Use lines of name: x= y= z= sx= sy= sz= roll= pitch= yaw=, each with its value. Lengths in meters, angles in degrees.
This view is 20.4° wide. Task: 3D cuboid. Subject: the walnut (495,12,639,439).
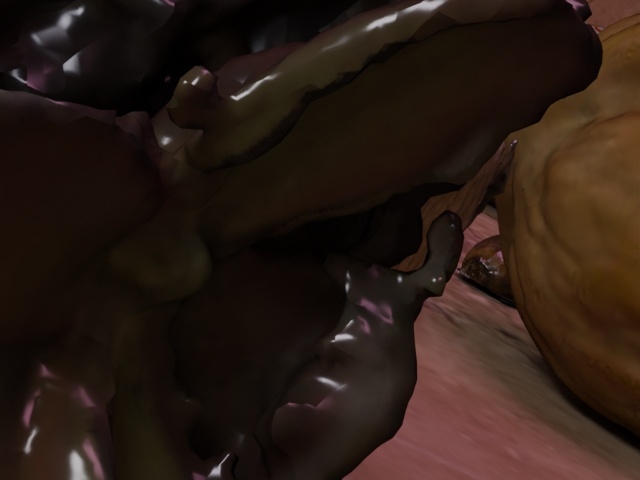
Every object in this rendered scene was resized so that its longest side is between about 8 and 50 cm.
walnut: x=0.201 y=-0.003 z=0.785 sx=0.257 sy=0.257 sz=0.224 roll=27 pitch=43 yaw=-6

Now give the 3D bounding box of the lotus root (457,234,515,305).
lotus root: x=0.109 y=0.017 z=0.941 sx=0.037 sy=0.030 sz=0.083 roll=38 pitch=16 yaw=36

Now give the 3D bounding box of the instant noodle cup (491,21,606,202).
instant noodle cup: x=0.141 y=-0.090 z=1.211 sx=0.185 sy=0.168 sz=0.168 roll=20 pitch=11 yaw=2

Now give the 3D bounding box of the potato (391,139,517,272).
potato: x=-0.001 y=0.002 z=0.534 sx=0.061 sy=0.122 sz=0.086 roll=37 pitch=18 yaw=19

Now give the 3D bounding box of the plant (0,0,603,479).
plant: x=-0.058 y=-0.041 z=0.396 sx=0.178 sy=0.204 sz=0.234 roll=23 pitch=8 yaw=-33
